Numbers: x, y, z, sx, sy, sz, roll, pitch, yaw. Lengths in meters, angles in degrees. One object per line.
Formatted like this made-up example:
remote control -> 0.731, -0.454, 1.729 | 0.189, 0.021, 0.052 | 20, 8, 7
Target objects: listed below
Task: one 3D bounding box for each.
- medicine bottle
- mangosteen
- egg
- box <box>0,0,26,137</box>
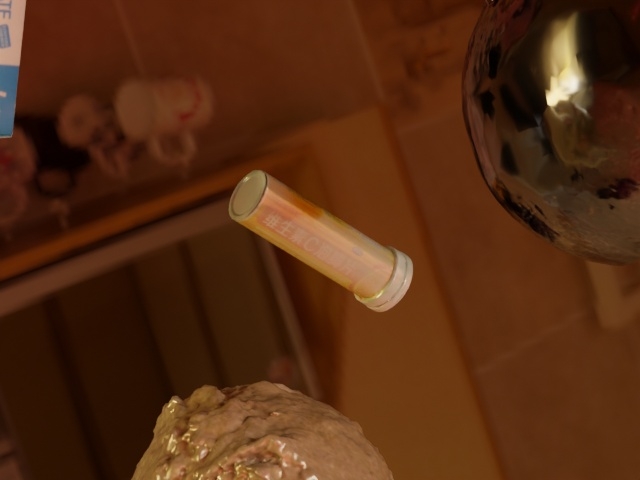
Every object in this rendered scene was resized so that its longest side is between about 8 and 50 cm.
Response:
medicine bottle -> 0.000, 0.000, 1.972 | 0.074, 0.218, 0.074 | -34, -140, 34
mangosteen -> 0.240, -0.088, 1.180 | 0.275, 0.302, 0.275 | -52, -171, 11
egg -> -0.060, 0.261, 1.725 | 0.279, 0.279, 0.310 | -23, 175, -28
box -> -0.357, -0.254, 1.697 | 0.048, 0.273, 0.265 | -3, -164, -41
